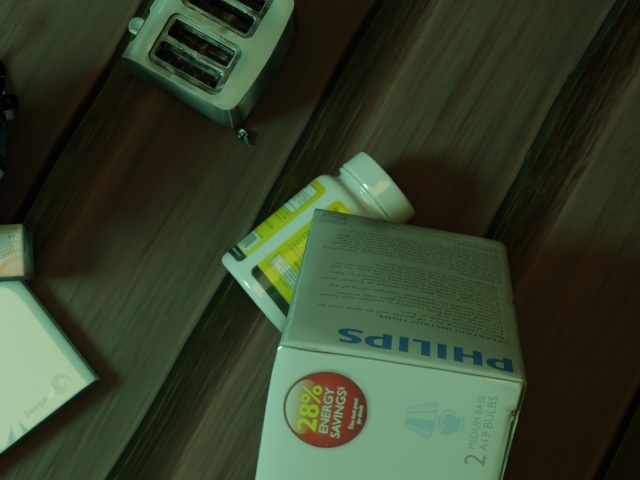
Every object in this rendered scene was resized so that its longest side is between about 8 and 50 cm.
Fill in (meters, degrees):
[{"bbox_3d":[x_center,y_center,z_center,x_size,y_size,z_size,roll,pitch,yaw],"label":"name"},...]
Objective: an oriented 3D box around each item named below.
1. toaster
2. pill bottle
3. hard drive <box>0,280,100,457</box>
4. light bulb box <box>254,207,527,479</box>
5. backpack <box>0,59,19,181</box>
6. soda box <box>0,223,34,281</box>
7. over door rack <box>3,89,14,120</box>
[{"bbox_3d":[-0.123,-0.235,1.625,0.186,0.110,0.168,30,86,2],"label":"toaster"},{"bbox_3d":[0.000,0.000,1.597,0.208,0.119,0.119,-40,86,-3],"label":"pill bottle"},{"bbox_3d":[-0.434,0.105,1.624,0.203,0.040,0.307,-38,85,-4],"label":"hard drive"},{"bbox_3d":[0.059,0.202,1.401,0.225,0.361,0.358,9,111,1],"label":"light bulb box"},{"bbox_3d":[-0.458,-0.101,1.450,0.276,0.263,0.213,-7,82,-9],"label":"backpack"},{"bbox_3d":[-0.423,0.018,1.583,0.183,0.058,0.063,-4,84,-1],"label":"soda box"},{"bbox_3d":[-0.533,-0.249,1.626,0.239,0.108,0.324,-23,85,-3],"label":"over door rack"}]
